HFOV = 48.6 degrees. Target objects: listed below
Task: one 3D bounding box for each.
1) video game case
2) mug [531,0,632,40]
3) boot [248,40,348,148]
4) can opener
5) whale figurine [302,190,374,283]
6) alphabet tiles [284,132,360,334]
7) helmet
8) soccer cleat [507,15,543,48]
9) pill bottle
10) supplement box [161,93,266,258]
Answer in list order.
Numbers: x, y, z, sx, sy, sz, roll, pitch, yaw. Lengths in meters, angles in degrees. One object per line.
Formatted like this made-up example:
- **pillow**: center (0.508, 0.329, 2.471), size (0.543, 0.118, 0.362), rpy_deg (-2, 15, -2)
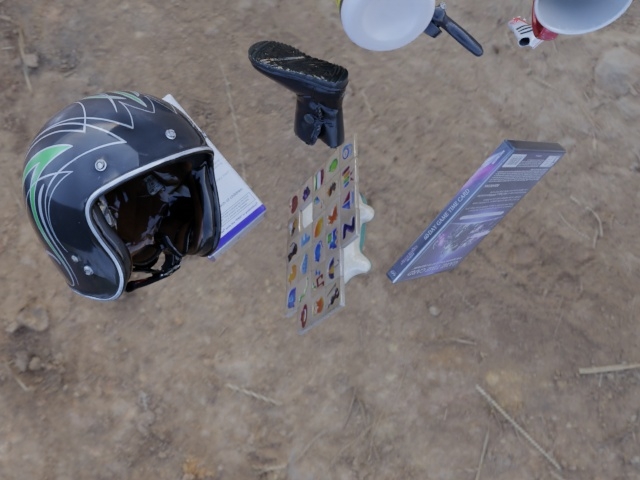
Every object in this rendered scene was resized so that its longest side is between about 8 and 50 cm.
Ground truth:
- **video game case**: center (0.237, -0.042, 1.076), size (0.026, 0.196, 0.274), rpy_deg (53, 123, 22)
- **mug**: center (0.300, -0.348, 0.883), size (0.113, 0.169, 0.150), rpy_deg (24, 143, -32)
- **boot**: center (-0.053, -0.322, 1.608), size (0.247, 0.094, 0.207), rpy_deg (22, 142, 13)
- **can opener**: center (0.305, -0.490, 1.644), size (0.186, 0.059, 0.073), rpy_deg (28, 130, -18)
- **whale figurine**: center (0.062, -0.021, 1.831), size (0.216, 0.141, 0.271), rpy_deg (-32, 65, 26)
- **alphabet tiles**: center (0.000, 0.000, 0.969), size (0.009, 0.237, 0.198), rpy_deg (15, 148, -25)
- **helmet**: center (-0.170, -0.047, 0.607), size (0.170, 0.169, 0.161), rpy_deg (1, 111, 16)
- **soccer cleat**: center (0.287, -0.292, 1.003), size (0.029, 0.083, 0.035), rpy_deg (34, 98, -34)
- **pill bottle**: center (0.106, -0.567, 1.463), size (0.188, 0.333, 0.188), rpy_deg (-8, 146, -6)
- **supplement box**: center (-0.192, -0.088, 1.052), size (0.114, 0.111, 0.220), rpy_deg (-41, 91, -8)
